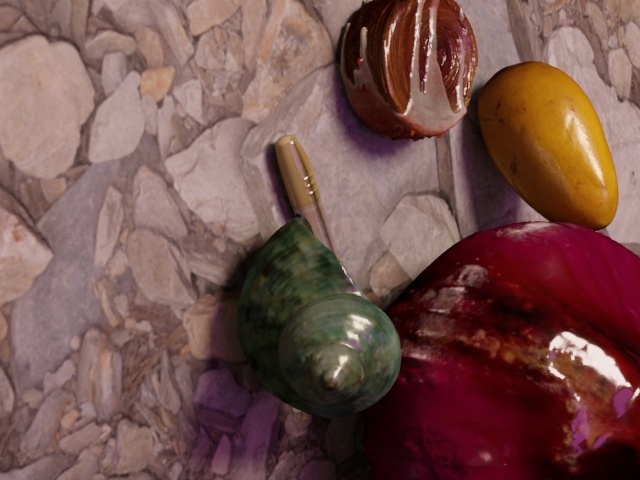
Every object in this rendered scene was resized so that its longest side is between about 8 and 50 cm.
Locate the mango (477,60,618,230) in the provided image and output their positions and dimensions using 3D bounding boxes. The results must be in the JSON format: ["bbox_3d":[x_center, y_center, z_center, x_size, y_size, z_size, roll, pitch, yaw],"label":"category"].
[{"bbox_3d":[0.255,-0.099,1.548,0.112,0.145,0.219,-17,63,-22],"label":"mango"}]

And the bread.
[{"bbox_3d":[0.093,-0.182,1.469,0.160,0.073,0.160,-2,92,-46],"label":"bread"}]

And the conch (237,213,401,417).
[{"bbox_3d":[-0.005,0.083,1.326,0.122,0.188,0.176,-11,121,-35],"label":"conch"}]

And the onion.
[{"bbox_3d":[0.258,0.164,1.408,0.398,0.420,0.398,2,86,-35],"label":"onion"}]

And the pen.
[{"bbox_3d":[0.000,0.000,1.423,0.040,0.032,0.233,-52,129,-56],"label":"pen"}]
